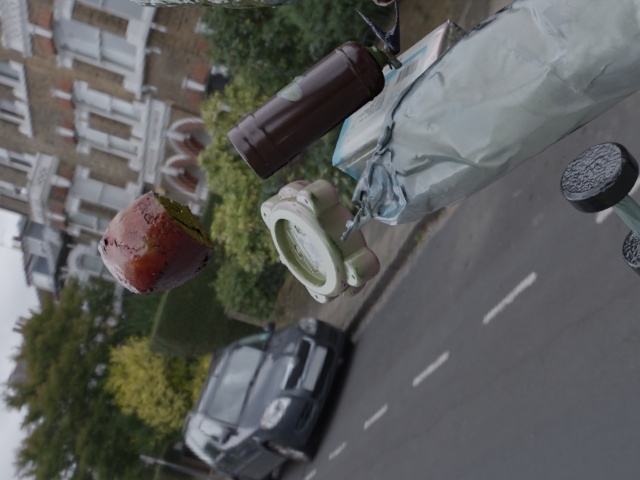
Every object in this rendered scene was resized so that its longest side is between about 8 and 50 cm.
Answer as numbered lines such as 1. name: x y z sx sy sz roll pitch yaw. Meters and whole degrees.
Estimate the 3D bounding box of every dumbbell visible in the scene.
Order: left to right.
1. dumbbell: 0.415 -0.038 1.005 0.100 0.191 0.100 -40 27 24

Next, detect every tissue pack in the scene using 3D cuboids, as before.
1. tissue pack: 0.154 -0.225 1.297 0.271 0.124 0.201 -27 42 54

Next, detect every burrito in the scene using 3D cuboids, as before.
1. burrito: 0.187 -0.146 0.705 0.445 0.139 0.101 -34 -19 11

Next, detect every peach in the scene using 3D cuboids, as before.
1. peach: -0.182 0.007 0.863 0.127 0.092 0.172 -29 -4 -23

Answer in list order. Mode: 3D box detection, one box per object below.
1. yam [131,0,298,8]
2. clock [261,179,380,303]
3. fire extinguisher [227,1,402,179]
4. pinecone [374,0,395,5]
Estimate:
1. yam: -0.132 -0.332 0.873 0.133 0.330 0.133 -15 -71 -53
2. clock: 0.000 0.000 1.643 0.114 0.284 0.309 -32 3 -22
3. fire extinguisher: 0.005 -0.251 1.201 0.344 0.138 0.102 -37 -2 3
4. pinecone: 0.066 -0.391 0.913 0.208 0.208 0.207 -163 90 -84
